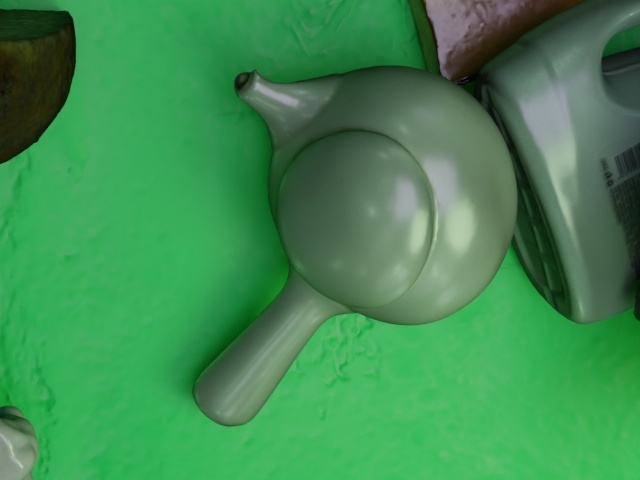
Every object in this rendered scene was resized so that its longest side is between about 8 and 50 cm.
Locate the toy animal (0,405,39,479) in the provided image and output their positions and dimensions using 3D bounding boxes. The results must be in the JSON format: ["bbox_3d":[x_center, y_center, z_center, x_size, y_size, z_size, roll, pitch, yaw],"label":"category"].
[{"bbox_3d":[-0.324,0.177,1.393,0.204,0.156,0.208,39,98,-19],"label":"toy animal"}]

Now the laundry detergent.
[{"bbox_3d":[0.330,-0.123,1.488,0.398,0.125,0.264,-29,122,-10],"label":"laundry detergent"}]

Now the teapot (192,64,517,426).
[{"bbox_3d":[0.030,0.018,1.433,0.220,0.149,0.318,20,114,27],"label":"teapot"}]

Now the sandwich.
[{"bbox_3d":[0.160,-0.230,1.477,0.193,0.058,0.162,-21,104,-10],"label":"sandwich"}]

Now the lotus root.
[{"bbox_3d":[-0.300,-0.099,1.289,0.267,0.260,0.149,0,101,-13],"label":"lotus root"}]

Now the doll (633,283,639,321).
[{"bbox_3d":[0.403,0.010,1.410,0.379,0.252,0.382,-21,125,-45],"label":"doll"}]
